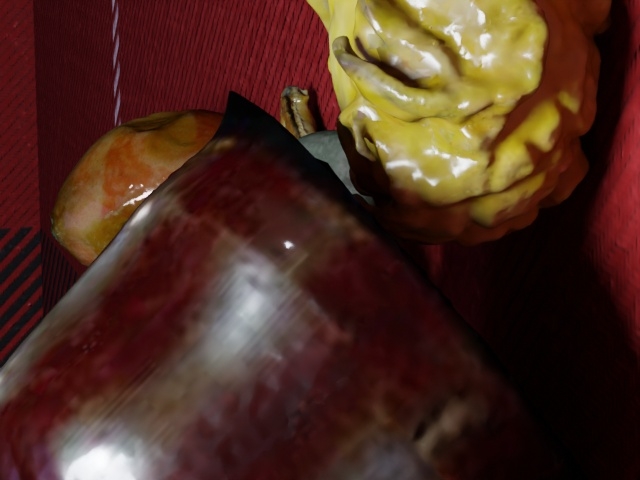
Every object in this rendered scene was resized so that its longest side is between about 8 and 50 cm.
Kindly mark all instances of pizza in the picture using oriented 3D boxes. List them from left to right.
[{"bbox_3d":[-0.006,-0.056,1.778,0.176,0.036,0.185,-176,79,-75],"label":"pizza"}]

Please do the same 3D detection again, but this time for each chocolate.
[{"bbox_3d":[-0.049,0.150,1.235,0.384,0.331,0.383,48,177,3],"label":"chocolate"}]

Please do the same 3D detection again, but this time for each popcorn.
[{"bbox_3d":[0.083,-0.117,1.218,0.250,0.190,0.250,50,148,47],"label":"popcorn"}]

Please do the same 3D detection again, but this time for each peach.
[{"bbox_3d":[-0.163,-0.029,1.981,0.214,0.235,0.214,173,90,-83],"label":"peach"}]

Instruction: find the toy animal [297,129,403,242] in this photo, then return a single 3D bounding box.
[{"bbox_3d":[0.001,0.005,1.541,0.236,0.138,0.108,-68,-14,-50],"label":"toy animal"}]
